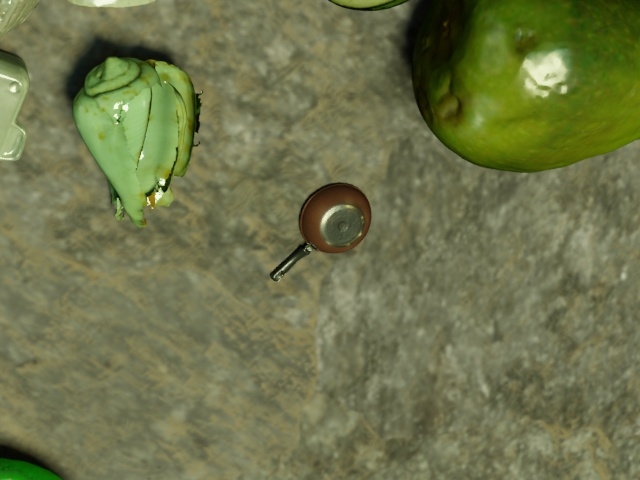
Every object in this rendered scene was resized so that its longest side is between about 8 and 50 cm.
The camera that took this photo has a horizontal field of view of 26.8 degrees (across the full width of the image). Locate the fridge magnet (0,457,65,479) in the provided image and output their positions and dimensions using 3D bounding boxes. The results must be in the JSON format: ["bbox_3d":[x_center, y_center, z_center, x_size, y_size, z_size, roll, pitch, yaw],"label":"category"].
[{"bbox_3d":[-0.310,0.282,1.222,0.208,0.088,0.208,-8,118,-15],"label":"fridge magnet"}]

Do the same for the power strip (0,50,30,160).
[{"bbox_3d":[-0.356,-0.120,1.027,0.270,0.046,0.118,18,112,-26],"label":"power strip"}]

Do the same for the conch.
[{"bbox_3d":[-0.142,-0.084,1.104,0.106,0.079,0.170,-14,135,-4],"label":"conch"}]

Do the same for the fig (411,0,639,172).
[{"bbox_3d":[0.221,-0.146,1.116,0.275,0.206,0.206,10,113,-20],"label":"fig"}]

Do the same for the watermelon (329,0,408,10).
[{"bbox_3d":[0.078,-0.242,1.108,0.163,0.087,0.069,-48,157,12],"label":"watermelon"}]

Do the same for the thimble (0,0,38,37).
[{"bbox_3d":[-0.259,-0.192,0.984,0.115,0.090,0.102,-17,108,15],"label":"thimble"}]

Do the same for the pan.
[{"bbox_3d":[0.000,0.000,1.215,0.115,0.023,0.068,-45,121,8],"label":"pan"}]

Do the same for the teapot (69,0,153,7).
[{"bbox_3d":[-0.142,-0.280,0.997,0.107,0.077,0.200,-5,118,-19],"label":"teapot"}]
